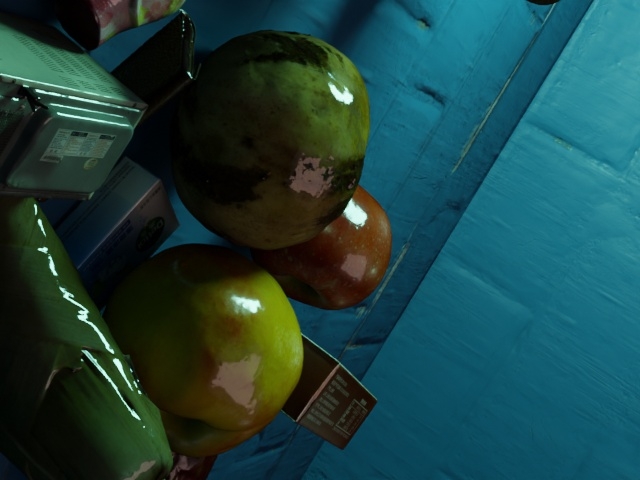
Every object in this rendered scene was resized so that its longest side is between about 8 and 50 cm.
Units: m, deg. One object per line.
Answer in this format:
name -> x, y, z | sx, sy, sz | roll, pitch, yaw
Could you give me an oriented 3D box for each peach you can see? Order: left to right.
peach -> -0.169, 0.133, 1.470 | 0.289, 0.289, 0.308 | 98, 4, -50

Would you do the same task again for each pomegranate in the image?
pomegranate -> -0.070, -0.140, 1.479 | 0.322, 0.322, 0.322 | -47, 158, -25

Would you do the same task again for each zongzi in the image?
zongzi -> -0.278, 0.150, 1.222 | 0.181, 0.447, 0.418 | -27, 141, -43

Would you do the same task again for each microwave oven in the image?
microwave oven -> -0.318, -0.133, 1.045 | 0.145, 0.194, 0.240 | -52, 162, 15

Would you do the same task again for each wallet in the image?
wallet -> -0.233, -0.149, 1.195 | 0.243, 0.133, 0.039 | -36, 125, 22

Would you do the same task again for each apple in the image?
apple -> 0.000, 0.000, 1.894 | 0.260, 0.260, 0.216 | 83, 32, -61

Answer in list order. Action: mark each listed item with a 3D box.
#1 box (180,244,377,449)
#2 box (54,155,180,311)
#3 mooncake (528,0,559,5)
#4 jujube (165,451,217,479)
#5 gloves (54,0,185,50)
box -> -0.094, 0.199, 1.841 | 0.122, 0.344, 0.385 | -52, 160, -7
box -> -0.297, -0.001, 1.467 | 0.194, 0.073, 0.139 | -50, 160, -18
mooncake -> 0.404, -0.588, 1.774 | 0.378, 0.378, 0.201 | -55, 170, -5
jujube -> -0.301, 0.320, 1.699 | 0.276, 0.276, 0.377 | -36, 168, -44
gloves -> -0.189, -0.312, 1.175 | 0.241, 0.126, 0.145 | -42, 154, -27
